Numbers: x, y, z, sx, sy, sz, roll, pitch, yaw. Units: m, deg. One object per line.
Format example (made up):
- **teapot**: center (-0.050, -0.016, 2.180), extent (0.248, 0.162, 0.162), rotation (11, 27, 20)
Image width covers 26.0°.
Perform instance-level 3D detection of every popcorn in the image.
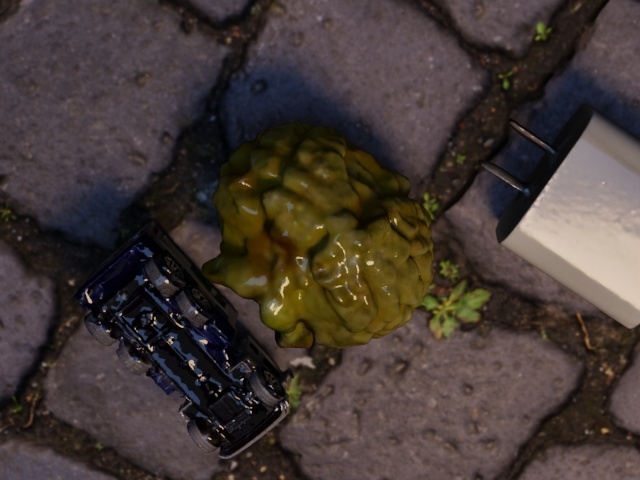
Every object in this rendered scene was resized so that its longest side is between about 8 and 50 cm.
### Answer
- **popcorn**: center (0.000, 0.000, 1.569), extent (0.258, 0.224, 0.270), rotation (4, 114, 20)

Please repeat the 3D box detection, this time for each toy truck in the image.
- **toy truck**: center (-0.153, 0.114, 1.641), extent (0.124, 0.155, 0.268), rotation (-39, 101, 12)

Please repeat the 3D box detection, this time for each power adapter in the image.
- **power adapter**: center (0.304, -0.045, 1.583), extent (0.255, 0.124, 0.187), rotation (33, 103, -5)
